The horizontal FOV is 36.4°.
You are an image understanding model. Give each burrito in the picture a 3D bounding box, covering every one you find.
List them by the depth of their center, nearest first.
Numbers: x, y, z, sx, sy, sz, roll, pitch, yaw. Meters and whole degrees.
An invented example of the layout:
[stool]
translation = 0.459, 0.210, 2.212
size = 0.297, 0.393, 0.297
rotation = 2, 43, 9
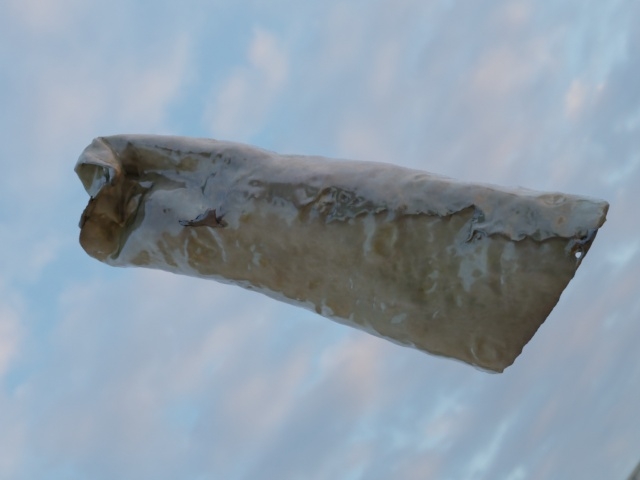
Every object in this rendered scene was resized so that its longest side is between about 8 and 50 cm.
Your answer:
[burrito]
translation = 0.000, 0.000, 0.414
size = 0.060, 0.226, 0.087
rotation = -54, -29, -54
